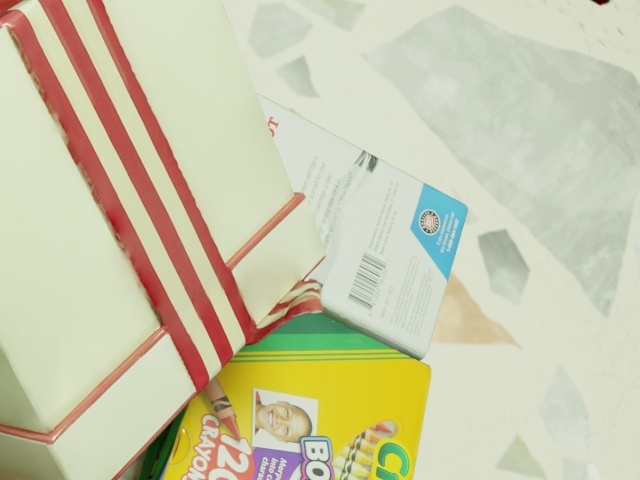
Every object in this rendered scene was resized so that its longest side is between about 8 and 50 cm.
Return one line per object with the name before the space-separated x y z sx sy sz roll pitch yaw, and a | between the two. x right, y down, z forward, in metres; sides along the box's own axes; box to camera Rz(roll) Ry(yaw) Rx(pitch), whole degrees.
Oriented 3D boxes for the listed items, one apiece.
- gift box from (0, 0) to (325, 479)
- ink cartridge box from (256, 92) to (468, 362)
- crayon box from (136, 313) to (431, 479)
gift box | -0.158 -0.005 0.613 0.255 0.276 0.258 -43 126 -36
ink cartridge box | 0.000 0.000 0.845 0.190 0.082 0.140 27 57 -10
crayon box | -0.035 0.177 0.723 0.165 0.081 0.279 26 50 -13
